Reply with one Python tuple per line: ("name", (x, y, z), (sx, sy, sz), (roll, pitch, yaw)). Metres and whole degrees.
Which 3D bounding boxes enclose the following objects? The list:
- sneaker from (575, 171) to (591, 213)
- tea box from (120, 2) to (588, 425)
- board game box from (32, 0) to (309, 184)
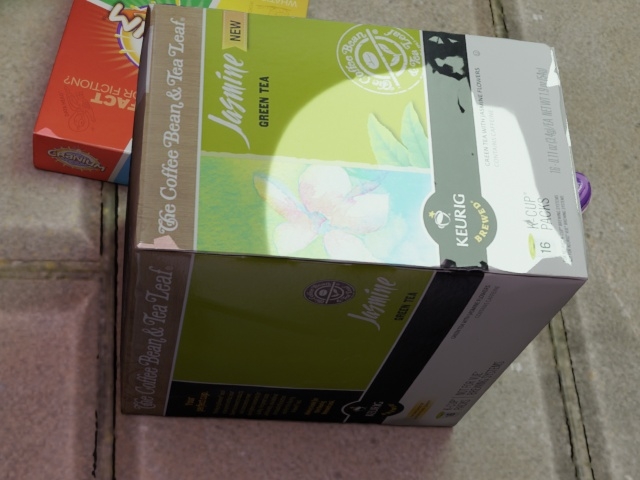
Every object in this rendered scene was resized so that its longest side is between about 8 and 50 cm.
("sneaker", (0.207, -0.045, 1.158), (0.170, 0.071, 0.068), (-8, 64, -17))
("tea box", (0.000, 0.000, 0.939), (0.324, 0.329, 0.220), (4, 62, -11))
("board game box", (-0.142, -0.197, 1.170), (0.242, 0.064, 0.316), (11, 60, -6))
